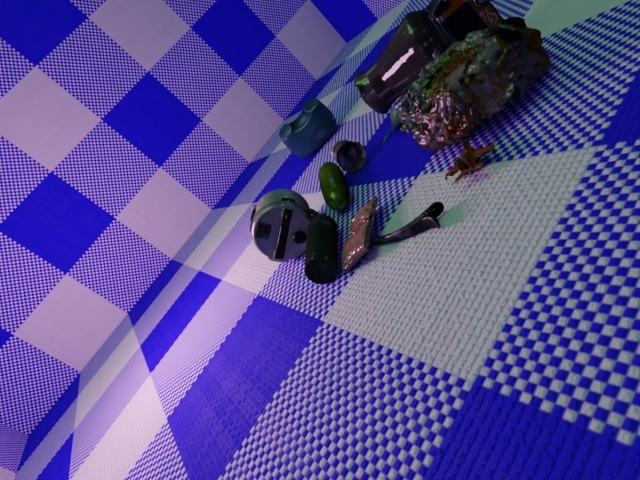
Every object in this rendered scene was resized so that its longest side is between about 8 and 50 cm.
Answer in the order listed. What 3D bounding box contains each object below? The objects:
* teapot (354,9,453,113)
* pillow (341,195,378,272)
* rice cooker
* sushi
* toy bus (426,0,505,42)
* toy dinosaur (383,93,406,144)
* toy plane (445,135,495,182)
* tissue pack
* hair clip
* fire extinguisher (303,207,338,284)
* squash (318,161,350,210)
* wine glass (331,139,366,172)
[{"bbox_3d":[0.328,-0.672,1.660,0.344,0.253,0.300,-32,-10,40],"label":"teapot"},{"bbox_3d":[0.111,-0.024,1.210,0.126,0.043,0.232,-46,17,40],"label":"pillow"},{"bbox_3d":[-0.135,-0.054,1.507,0.226,0.226,0.244,-43,25,13],"label":"rice cooker"},{"bbox_3d":[0.391,-0.415,1.179,0.417,0.176,0.417,-39,23,20],"label":"sushi"},{"bbox_3d":[0.465,-0.673,1.333,0.167,0.275,0.138,-39,24,26],"label":"toy bus"},{"bbox_3d":[0.295,-0.470,1.581,0.144,0.076,0.329,-45,16,37],"label":"toy dinosaur"},{"bbox_3d":[0.364,-0.205,1.055,0.135,0.062,0.188,-32,13,34],"label":"toy plane"},{"bbox_3d":[-0.053,-0.567,2.230,0.287,0.206,0.198,-46,31,10],"label":"tissue pack"},{"bbox_3d":[0.203,-0.026,1.071,0.229,0.039,0.070,-26,32,45],"label":"hair clip"},{"bbox_3d":[0.000,0.000,1.309,0.311,0.115,0.095,-84,16,-57],"label":"fire extinguisher"},{"bbox_3d":[0.045,-0.207,1.580,0.101,0.101,0.378,-41,27,17],"label":"squash"},{"bbox_3d":[0.104,-0.334,1.671,0.122,0.122,0.183,-45,18,8],"label":"wine glass"}]
